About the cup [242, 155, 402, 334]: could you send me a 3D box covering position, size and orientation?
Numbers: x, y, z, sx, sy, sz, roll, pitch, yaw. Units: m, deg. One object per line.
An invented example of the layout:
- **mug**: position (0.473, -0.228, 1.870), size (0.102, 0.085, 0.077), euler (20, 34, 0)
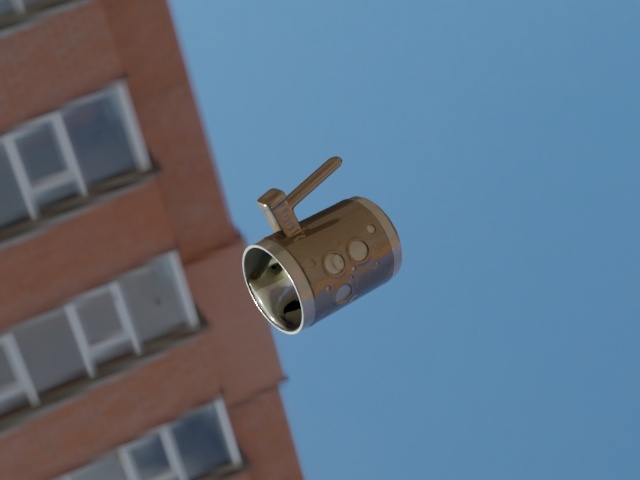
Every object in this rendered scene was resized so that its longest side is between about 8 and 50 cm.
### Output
- **cup**: position (-0.003, 0.003, 1.365), size (0.099, 0.102, 0.074), euler (-27, 180, -28)
